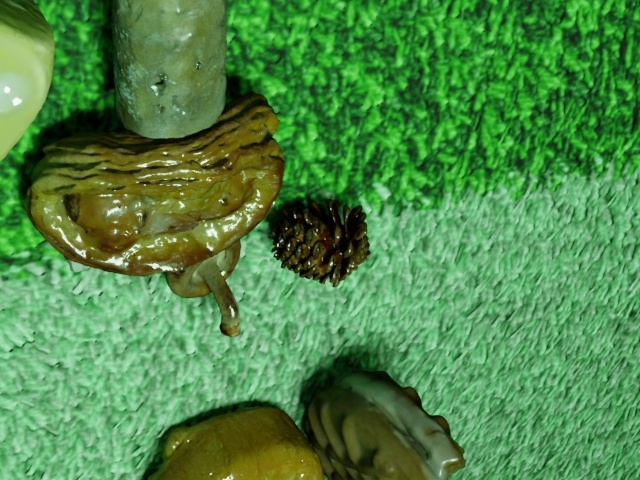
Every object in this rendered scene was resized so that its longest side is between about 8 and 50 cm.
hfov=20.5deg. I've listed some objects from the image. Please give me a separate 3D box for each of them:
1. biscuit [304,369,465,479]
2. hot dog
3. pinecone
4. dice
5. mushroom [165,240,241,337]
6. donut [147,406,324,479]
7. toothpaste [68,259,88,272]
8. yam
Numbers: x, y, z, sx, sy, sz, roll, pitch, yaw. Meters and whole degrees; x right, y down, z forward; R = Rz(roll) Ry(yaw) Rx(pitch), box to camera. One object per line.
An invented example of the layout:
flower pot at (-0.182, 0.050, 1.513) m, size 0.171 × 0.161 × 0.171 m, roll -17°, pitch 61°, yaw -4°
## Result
biscuit at (0.094, 0.292, 2.123) m, size 0.115 × 0.268 × 0.366 m, roll -34°, pitch 143°, yaw -16°
hot dog at (-0.153, -0.049, 1.728) m, size 0.259 × 0.114 × 0.175 m, roll -17°, pitch 146°, yaw -19°
pinecone at (0.000, 0.004, 1.916) m, size 0.109 × 0.102 × 0.102 m, roll -8°, pitch 131°, yaw -20°
dice at (-0.337, -0.157, 1.463) m, size 0.169 × 0.169 × 0.166 m, roll 21°, pitch 112°, yaw -45°
mushroom at (-0.121, 0.043, 1.875) m, size 0.088 × 0.073 × 0.129 m, roll -25°, pitch 109°, yaw -44°
donut at (-0.103, 0.298, 2.102) m, size 0.226 × 0.114 × 0.226 m, roll -21°, pitch 136°, yaw -22°
toothpaste at (-0.169, -0.020, 1.818) m, size 0.197 × 0.035 × 0.057 m, roll -19°, pitch 121°, yaw -19°
yam at (-0.139, -0.197, 1.623) m, size 0.107 × 0.107 × 0.194 m, roll -18°, pitch 135°, yaw -22°
